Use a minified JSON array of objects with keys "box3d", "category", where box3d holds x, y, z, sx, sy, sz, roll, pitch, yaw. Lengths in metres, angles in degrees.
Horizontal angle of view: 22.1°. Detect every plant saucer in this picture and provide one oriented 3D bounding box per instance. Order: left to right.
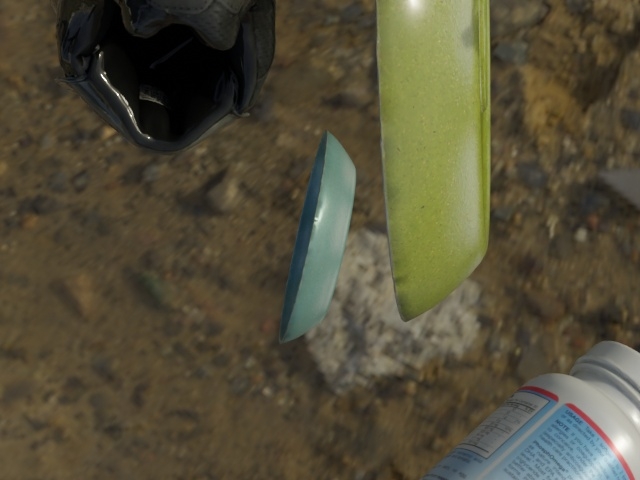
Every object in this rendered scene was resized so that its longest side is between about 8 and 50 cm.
[{"box3d":[0.000,0.000,0.893,0.021,0.119,0.119,12,107,-4],"category":"plant saucer"},{"box3d":[0.051,-0.087,0.678,0.037,0.241,0.240,-1,104,7],"category":"plant saucer"}]

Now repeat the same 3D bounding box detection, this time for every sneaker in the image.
[{"box3d":[-0.059,-0.075,0.561,0.078,0.234,0.106,4,78,-10],"category":"sneaker"}]

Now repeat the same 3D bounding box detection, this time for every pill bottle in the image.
[{"box3d":[0.113,0.126,0.849,0.160,0.087,0.087,-39,95,-20],"category":"pill bottle"}]
